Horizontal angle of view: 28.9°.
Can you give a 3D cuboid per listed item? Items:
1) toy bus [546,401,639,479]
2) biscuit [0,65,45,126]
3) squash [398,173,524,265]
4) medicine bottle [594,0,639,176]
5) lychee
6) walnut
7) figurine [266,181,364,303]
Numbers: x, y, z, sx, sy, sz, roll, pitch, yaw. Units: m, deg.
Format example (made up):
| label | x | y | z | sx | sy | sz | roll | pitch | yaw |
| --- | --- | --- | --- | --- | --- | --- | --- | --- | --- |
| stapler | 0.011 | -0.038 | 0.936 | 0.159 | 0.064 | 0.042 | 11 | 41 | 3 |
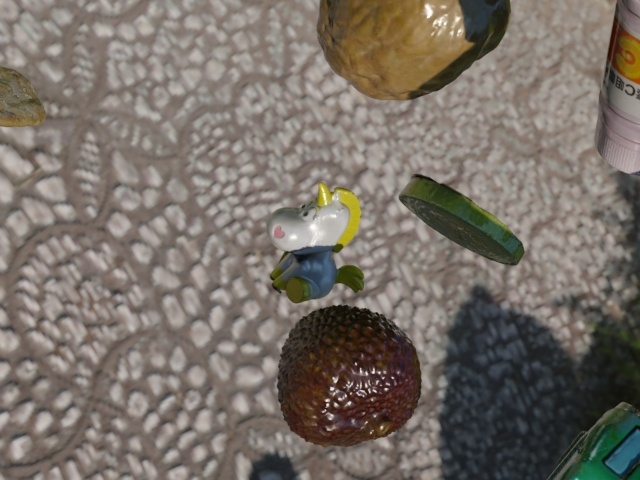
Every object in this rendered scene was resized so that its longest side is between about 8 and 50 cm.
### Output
| label | x | y | z | sx | sy | sz | roll | pitch | yaw |
| --- | --- | --- | --- | --- | --- | --- | --- | --- | --- |
| toy bus | 0.375 | 0.351 | 1.307 | 0.343 | 0.183 | 0.199 | 40 | 29 | 19 |
| biscuit | -0.312 | -0.138 | 1.173 | 0.071 | 0.018 | 0.147 | 59 | 23 | 10 |
| squash | 0.223 | -0.024 | 1.950 | 0.219 | 0.219 | 0.041 | 39 | 82 | -29 |
| medicine bottle | 0.399 | -0.205 | 1.455 | 0.249 | 0.133 | 0.133 | 88 | 8 | -48 |
| lychee | 0.036 | 0.169 | 1.548 | 0.194 | 0.194 | 0.194 | 30 | 46 | -36 |
| walnut | 0.152 | -0.386 | 1.983 | 0.306 | 0.344 | 0.306 | 8 | 74 | -31 |
| figurine | -0.008 | -0.002 | 1.683 | 0.109 | 0.130 | 0.178 | -99 | -175 | -61 |
